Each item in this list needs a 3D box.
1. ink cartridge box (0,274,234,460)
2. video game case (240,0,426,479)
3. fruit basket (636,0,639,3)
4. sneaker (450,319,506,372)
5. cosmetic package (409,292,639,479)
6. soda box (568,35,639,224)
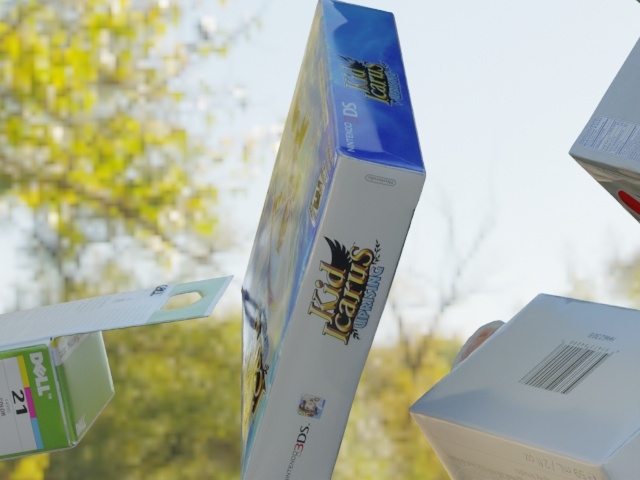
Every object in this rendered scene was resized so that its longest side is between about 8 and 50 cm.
[{"bbox_3d":[-0.199,0.108,1.659,0.255,0.097,0.189,-10,8,6],"label":"ink cartridge box"},{"bbox_3d":[0.000,0.000,1.306,0.061,0.244,0.269,11,26,-8],"label":"video game case"},{"bbox_3d":[0.236,-0.302,1.496,0.392,0.392,0.283,-8,-30,45],"label":"fruit basket"},{"bbox_3d":[0.173,0.202,1.604,0.121,0.302,0.108,32,-50,-23],"label":"sneaker"},{"bbox_3d":[0.209,0.172,1.280,0.138,0.225,0.224,-40,20,-19],"label":"cosmetic package"},{"bbox_3d":[0.273,-0.135,1.182,0.098,0.286,0.091,38,-11,-36],"label":"soda box"}]
